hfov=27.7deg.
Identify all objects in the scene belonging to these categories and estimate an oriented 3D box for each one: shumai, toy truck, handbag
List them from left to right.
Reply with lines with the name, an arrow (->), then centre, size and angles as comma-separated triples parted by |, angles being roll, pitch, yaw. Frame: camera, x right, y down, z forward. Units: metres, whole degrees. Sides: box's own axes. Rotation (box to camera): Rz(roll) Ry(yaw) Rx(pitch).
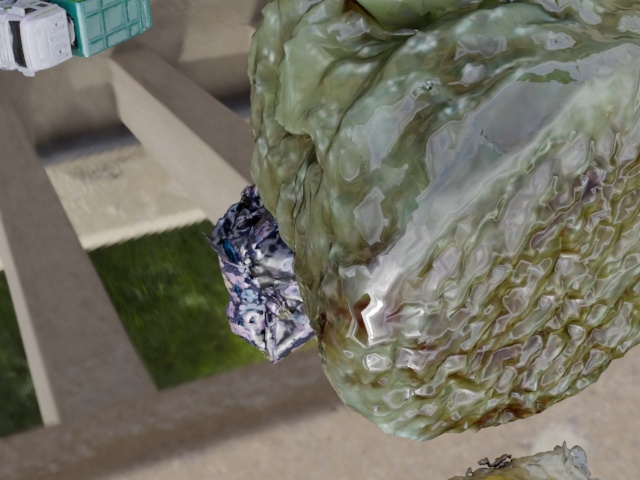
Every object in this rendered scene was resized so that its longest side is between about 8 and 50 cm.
toy truck -> -0.340, -0.311, 1.788 | 0.253, 0.124, 0.114 | -38, 133, -45
handbag -> 0.000, 0.000, 1.325 | 0.228, 0.127, 0.208 | -30, 148, -20
shumai -> 0.090, -0.075, 0.942 | 0.395, 0.348, 0.395 | -29, 142, -25

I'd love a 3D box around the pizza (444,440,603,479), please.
pizza -> 0.123, 0.369, 1.007 | 0.435, 0.080, 0.392 | -2, 80, -39
